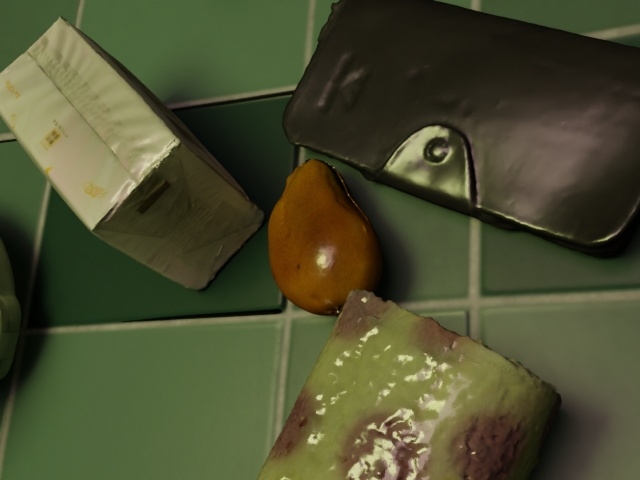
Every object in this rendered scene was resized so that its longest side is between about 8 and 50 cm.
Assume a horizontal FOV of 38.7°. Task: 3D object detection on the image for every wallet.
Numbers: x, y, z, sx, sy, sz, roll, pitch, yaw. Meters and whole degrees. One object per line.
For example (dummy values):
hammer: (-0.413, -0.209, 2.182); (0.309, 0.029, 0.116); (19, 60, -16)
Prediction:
wallet: (0.137, -0.122, 0.835); (0.378, 0.051, 0.197); (24, 81, 33)

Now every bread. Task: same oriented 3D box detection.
bread: (0.030, 0.220, 0.686); (0.187, 0.155, 0.338); (21, 80, 35)

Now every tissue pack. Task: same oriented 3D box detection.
tissue pack: (-0.188, -0.081, 0.893); (0.124, 0.185, 0.225); (-45, 59, 0)

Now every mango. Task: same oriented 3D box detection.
mango: (0.003, 0.003, 0.833); (0.105, 0.084, 0.159); (-40, 37, 24)

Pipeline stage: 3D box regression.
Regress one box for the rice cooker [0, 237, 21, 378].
rice cooker: (-0.474, 0.067, 0.918); (0.288, 0.277, 0.288); (-1, 87, 27)
